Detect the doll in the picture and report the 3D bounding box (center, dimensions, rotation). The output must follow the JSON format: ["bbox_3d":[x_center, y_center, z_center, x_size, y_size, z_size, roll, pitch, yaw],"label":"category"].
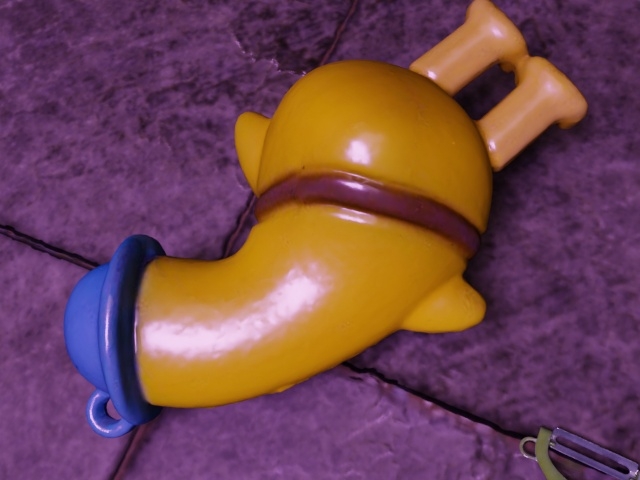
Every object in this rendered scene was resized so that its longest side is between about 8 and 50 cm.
[{"bbox_3d":[0.000,0.000,0.391,0.363,0.145,0.199,-40,74,-1],"label":"doll"}]

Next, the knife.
[{"bbox_3d":[0.130,0.194,0.361,0.078,0.022,0.166,21,72,20],"label":"knife"}]
